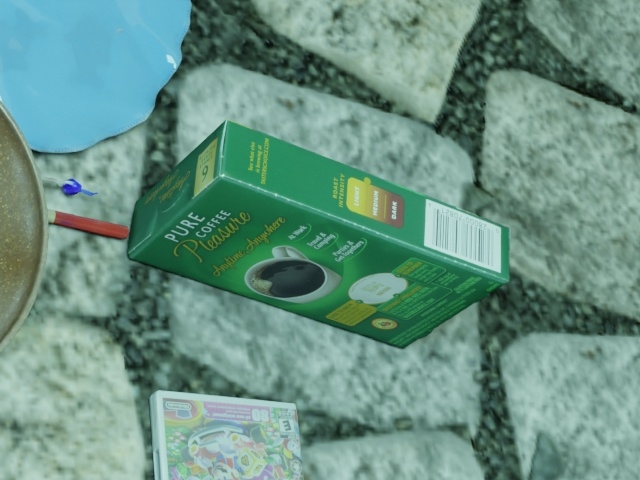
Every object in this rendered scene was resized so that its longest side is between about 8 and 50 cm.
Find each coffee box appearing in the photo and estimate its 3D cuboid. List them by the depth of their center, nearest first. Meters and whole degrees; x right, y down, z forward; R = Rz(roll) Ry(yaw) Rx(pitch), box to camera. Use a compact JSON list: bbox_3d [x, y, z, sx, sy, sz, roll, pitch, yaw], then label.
[{"bbox_3d":[0.000,0.000,1.021,0.184,0.113,0.040,19,58,-23],"label":"coffee box"}]

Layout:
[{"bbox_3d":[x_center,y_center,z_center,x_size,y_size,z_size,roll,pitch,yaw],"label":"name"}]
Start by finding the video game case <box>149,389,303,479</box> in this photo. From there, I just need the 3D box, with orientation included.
[{"bbox_3d":[-0.046,0.141,0.982,0.087,0.011,0.122,9,62,-31],"label":"video game case"}]

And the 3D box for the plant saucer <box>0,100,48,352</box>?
[{"bbox_3d":[-0.232,-0.011,0.907,0.199,0.036,0.198,9,70,-27],"label":"plant saucer"}]

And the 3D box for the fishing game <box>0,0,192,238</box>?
[{"bbox_3d":[-0.161,-0.136,1.021,0.189,0.041,0.264,13,74,-30],"label":"fishing game"}]
